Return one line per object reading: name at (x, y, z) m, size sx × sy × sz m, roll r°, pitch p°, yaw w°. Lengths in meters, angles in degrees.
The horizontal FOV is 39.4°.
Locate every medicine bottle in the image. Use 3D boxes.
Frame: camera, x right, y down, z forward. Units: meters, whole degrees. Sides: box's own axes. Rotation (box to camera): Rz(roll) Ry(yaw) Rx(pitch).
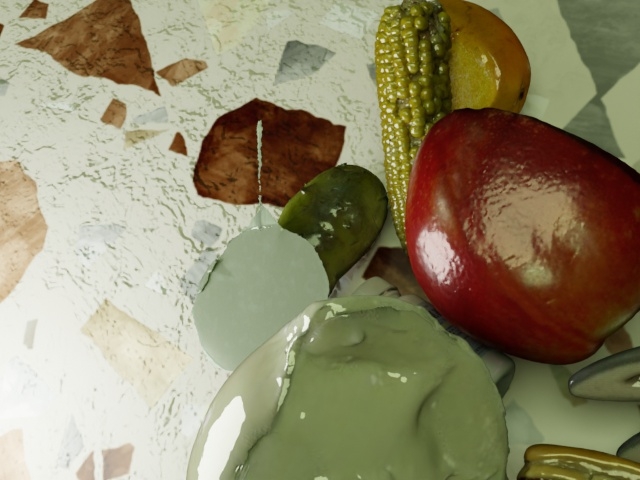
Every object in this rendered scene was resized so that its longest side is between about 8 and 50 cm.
medicine bottle at (0.113, 0.125, 0.990) m, size 0.186 × 0.103 × 0.103 m, roll 35°, pitch 80°, yaw 25°

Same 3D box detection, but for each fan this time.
fan at (-0.070, 0.001, 1.040) m, size 0.182 × 0.010 × 0.310 m, roll -8°, pitch 70°, yaw 25°

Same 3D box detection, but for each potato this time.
potato at (0.000, 0.000, 1.074) m, size 0.117 × 0.090 × 0.225 m, roll 22°, pitch 65°, yaw 27°

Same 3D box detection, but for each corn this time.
corn at (0.115, -0.136, 1.058) m, size 0.097 × 0.097 × 0.320 m, roll -4°, pitch 91°, yaw 14°

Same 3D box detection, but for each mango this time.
mango at (0.179, -0.225, 1.128) m, size 0.141 × 0.102 × 0.217 m, roll -49°, pitch 56°, yaw 23°

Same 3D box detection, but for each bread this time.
bread at (0.293, 0.256, 0.877) m, size 0.200 × 0.116 × 0.077 m, roll 11°, pitch 68°, yaw 19°

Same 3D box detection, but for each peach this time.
peach at (0.201, -0.009, 0.913) m, size 0.274 × 0.248 × 0.245 m, roll 41°, pitch 52°, yaw 7°

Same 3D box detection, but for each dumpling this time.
dumpling at (0.033, 0.222, 0.883) m, size 0.315 × 0.395 × 0.233 m, roll 12°, pitch 24°, yaw -16°

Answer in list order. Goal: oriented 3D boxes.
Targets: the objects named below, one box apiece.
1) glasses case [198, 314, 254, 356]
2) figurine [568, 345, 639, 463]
glasses case at (-0.041, 0.135, 1.058) m, size 0.193 × 0.070 × 0.102 m, roll 32°, pitch 50°, yaw 27°
figurine at (0.419, 0.069, 0.848) m, size 0.377 × 0.266 × 0.361 m, roll -12°, pitch 59°, yaw 10°
